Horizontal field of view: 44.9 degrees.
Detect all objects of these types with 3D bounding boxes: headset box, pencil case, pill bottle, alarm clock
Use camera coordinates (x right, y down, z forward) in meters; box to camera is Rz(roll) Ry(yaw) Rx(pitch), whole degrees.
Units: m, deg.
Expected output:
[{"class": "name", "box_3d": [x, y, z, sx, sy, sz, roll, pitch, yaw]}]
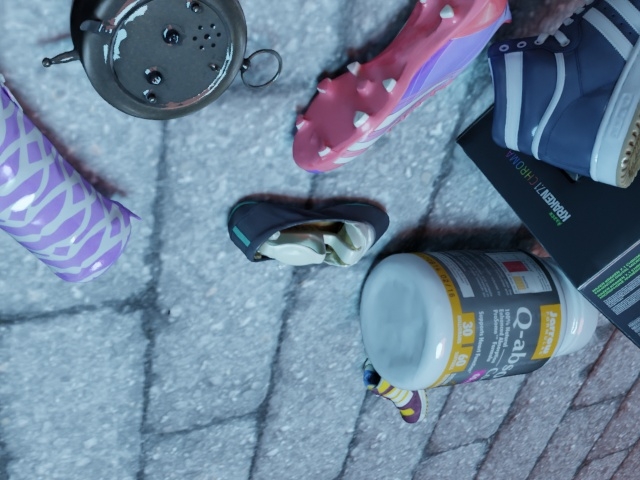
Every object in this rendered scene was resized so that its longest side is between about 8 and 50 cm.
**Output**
[{"class": "headset box", "box_3d": [0.306, -0.027, 0.841, 0.131, 0.246, 0.283, -42, 135, 15]}, {"class": "pencil case", "box_3d": [-0.234, -0.049, 0.616, 0.088, 0.086, 0.206, -54, 144, -18]}, {"class": "pill bottle", "box_3d": [0.201, 0.091, 0.961, 0.278, 0.162, 0.162, -2, 130, -31]}, {"class": "alarm clock", "box_3d": [-0.107, -0.154, 0.612, 0.192, 0.064, 0.129, 7, 124, -41]}]

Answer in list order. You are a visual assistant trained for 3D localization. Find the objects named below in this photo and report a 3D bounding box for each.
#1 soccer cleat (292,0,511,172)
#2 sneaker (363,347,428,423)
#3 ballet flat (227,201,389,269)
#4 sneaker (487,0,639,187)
[{"class": "soccer cleat", "box_3d": [0.078, -0.148, 0.722, 0.248, 0.083, 0.095, -47, 142, 11]}, {"class": "sneaker", "box_3d": [0.099, 0.194, 1.073, 0.084, 0.069, 0.185, -15, 130, -8]}, {"class": "ballet flat", "box_3d": [0.000, 0.000, 0.816, 0.203, 0.074, 0.074, 2, 127, -34]}, {"class": "sneaker", "box_3d": [0.255, -0.193, 0.719, 0.282, 0.153, 0.099, -64, 147, -12]}]
